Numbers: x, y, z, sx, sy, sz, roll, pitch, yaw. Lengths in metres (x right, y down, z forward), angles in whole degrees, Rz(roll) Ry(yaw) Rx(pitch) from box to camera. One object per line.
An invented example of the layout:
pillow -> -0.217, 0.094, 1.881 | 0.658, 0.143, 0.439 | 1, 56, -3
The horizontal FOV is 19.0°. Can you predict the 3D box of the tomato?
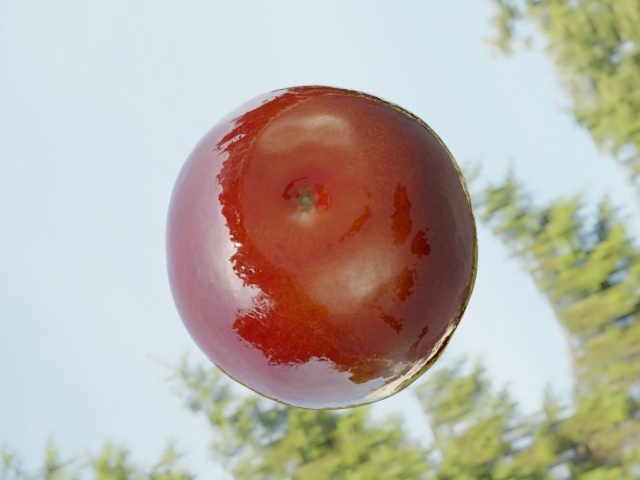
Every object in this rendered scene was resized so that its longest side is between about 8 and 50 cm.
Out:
tomato -> 0.000, 0.000, 1.118 | 0.136, 0.195, 0.195 | 76, -179, -67
